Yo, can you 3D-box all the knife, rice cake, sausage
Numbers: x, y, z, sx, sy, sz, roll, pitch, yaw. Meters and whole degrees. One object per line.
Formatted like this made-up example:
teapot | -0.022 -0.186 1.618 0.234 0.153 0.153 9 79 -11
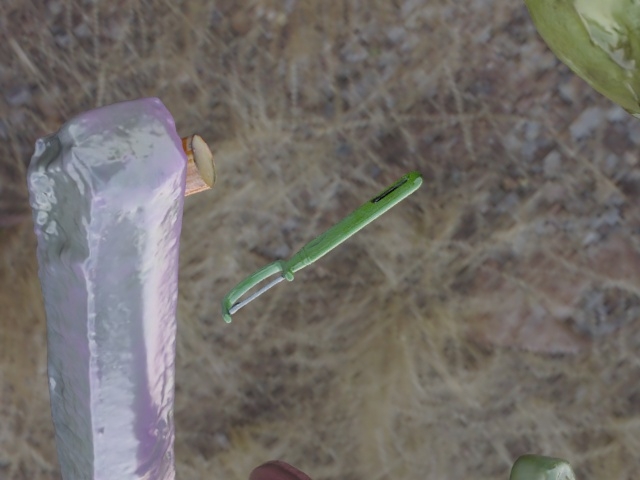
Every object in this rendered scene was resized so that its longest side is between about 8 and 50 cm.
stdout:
knife | 0.001 0.001 1.245 0.212 0.054 0.015 -35 110 7
rice cake | -0.116 0.075 0.803 0.072 0.056 0.365 -29 143 -33
sausage | -0.248 -0.065 1.773 0.234 0.071 0.071 -17 143 15

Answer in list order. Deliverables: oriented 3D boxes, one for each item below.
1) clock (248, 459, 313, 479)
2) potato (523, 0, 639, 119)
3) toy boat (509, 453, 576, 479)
clock | 0.028 0.236 0.838 0.056 0.244 0.244 -29 140 -18
potato | 0.161 -0.149 0.460 0.248 0.143 0.169 -45 107 -12
toy boat | 0.060 0.165 0.493 0.071 0.089 0.185 17 75 -50
